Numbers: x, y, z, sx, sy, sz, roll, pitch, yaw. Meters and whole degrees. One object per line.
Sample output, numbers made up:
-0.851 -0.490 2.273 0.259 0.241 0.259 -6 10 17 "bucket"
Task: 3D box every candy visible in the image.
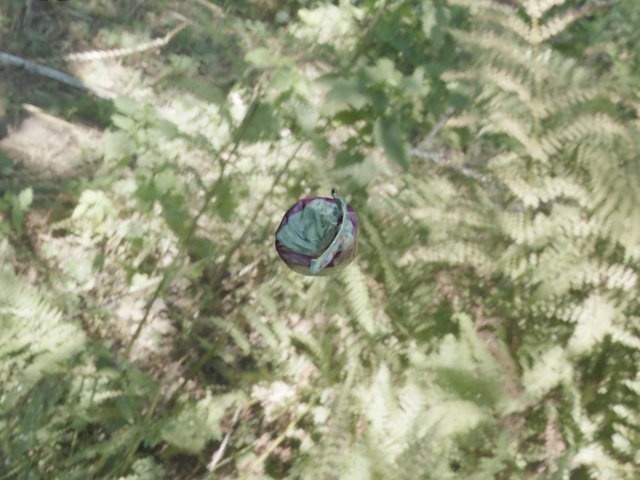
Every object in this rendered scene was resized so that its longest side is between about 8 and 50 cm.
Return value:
0.000 0.000 0.599 0.043 0.175 0.045 8 86 3 "candy"
